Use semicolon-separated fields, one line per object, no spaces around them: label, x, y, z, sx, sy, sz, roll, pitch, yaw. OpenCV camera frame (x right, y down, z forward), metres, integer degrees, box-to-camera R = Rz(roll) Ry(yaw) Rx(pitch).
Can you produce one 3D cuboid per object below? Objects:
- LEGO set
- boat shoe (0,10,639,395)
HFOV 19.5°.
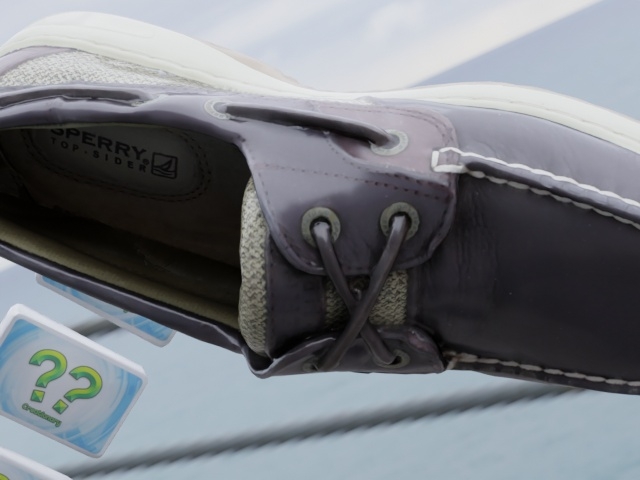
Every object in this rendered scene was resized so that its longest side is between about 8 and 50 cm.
LEGO set;-0.186;0.034;0.840;0.182;0.244;0.060;-57;24;5
boat shoe;0.000;0.000;0.578;0.285;0.103;0.092;17;36;21
